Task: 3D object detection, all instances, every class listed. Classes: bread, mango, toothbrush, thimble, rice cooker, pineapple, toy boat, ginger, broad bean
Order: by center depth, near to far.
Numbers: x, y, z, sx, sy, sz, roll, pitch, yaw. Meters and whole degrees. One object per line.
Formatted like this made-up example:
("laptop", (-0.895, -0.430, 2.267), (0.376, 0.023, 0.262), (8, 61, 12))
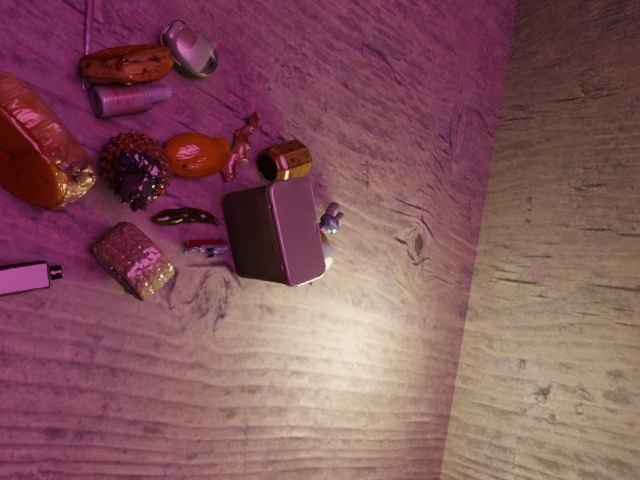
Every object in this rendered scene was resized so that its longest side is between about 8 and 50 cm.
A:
("bread", (-0.798, -0.255, 1.287), (0.388, 0.236, 0.183), (52, 43, -18))
("pineapple", (-0.533, -0.194, 1.403), (0.223, 0.357, 0.223), (-7, 112, -19))
("bread", (-0.578, -0.529, 1.466), (0.235, 0.210, 0.099), (-48, 141, -50))
("toothbrush", (-0.706, -0.635, 1.477), (0.024, 0.029, 0.354), (5, 86, -55))
("thimble", (-0.574, 0.066, 1.480), (0.148, 0.196, 0.229), (-49, 120, -28))
("rice cooker", (-0.448, -0.641, 1.636), (0.206, 0.127, 0.145), (37, 66, -30))
("mango", (-0.419, -0.296, 1.665), (0.262, 0.109, 0.157), (-18, 104, -36))
("broad bean", (-0.464, -0.083, 1.671), (0.254, 0.046, 0.065), (-1, 90, -41))
("toy boat", (-0.405, 0.029, 1.705), (0.173, 0.069, 0.058), (2, 81, -45))
("ginger", (-0.292, -0.352, 1.800), (0.089, 0.075, 0.288), (27, 76, -7))

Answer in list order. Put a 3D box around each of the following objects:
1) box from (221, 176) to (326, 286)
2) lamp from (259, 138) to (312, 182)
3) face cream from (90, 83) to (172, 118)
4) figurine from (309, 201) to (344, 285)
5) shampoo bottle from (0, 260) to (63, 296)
("box", (-0.178, -0.029, 1.719), (0.177, 0.344, 0.352), (-19, 102, -40))
("lamp", (-0.134, -0.306, 1.882), (0.185, 0.161, 0.161), (-29, 108, -40))
("face cream", (-0.586, -0.455, 1.532), (0.252, 0.101, 0.101), (-24, 105, -38))
("figurine", (-0.013, -0.025, 1.959), (0.224, 0.205, 0.382), (49, 53, -36))
("shampoo bottle", (-0.846, 0.107, 1.326), (0.246, 0.079, 0.080), (-10, 98, -40))
